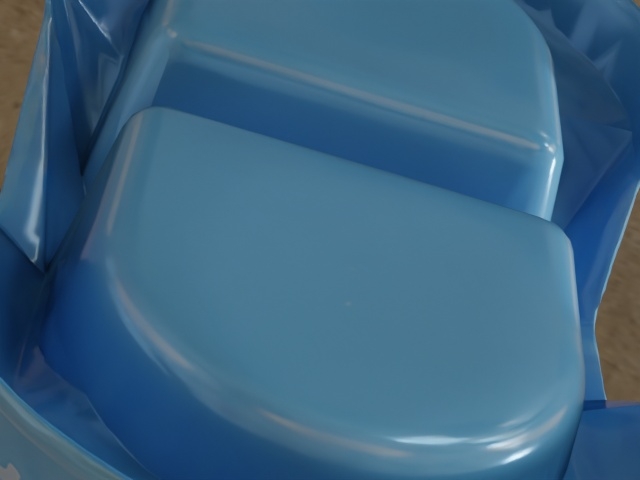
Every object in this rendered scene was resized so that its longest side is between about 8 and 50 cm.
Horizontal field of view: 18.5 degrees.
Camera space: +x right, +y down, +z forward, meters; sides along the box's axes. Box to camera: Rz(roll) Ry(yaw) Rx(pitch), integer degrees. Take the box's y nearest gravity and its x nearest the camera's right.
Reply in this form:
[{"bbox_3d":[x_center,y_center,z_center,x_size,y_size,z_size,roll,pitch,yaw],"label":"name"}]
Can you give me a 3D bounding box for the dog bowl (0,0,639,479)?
[{"bbox_3d":[0.000,0.000,0.450,0.166,0.297,0.074,16,122,-7],"label":"dog bowl"}]
